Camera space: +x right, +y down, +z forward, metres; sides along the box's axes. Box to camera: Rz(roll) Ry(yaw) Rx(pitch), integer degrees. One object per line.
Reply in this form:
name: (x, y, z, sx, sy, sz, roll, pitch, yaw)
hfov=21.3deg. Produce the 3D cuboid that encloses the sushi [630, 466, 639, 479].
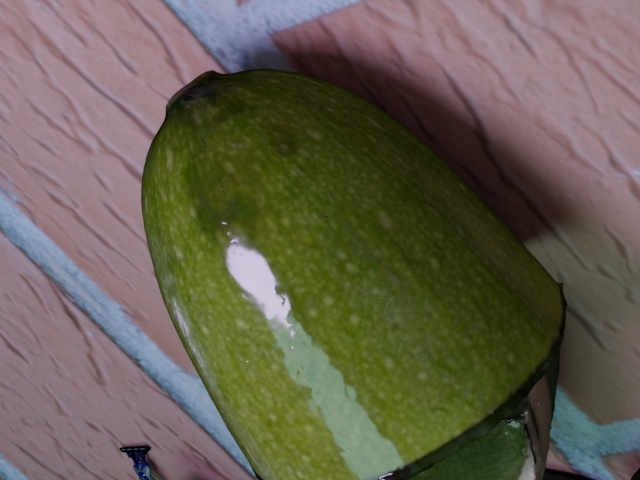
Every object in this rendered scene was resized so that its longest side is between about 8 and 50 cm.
sushi: (0.440, 0.278, 1.541, 0.294, 0.178, 0.352, 29, 140, -9)

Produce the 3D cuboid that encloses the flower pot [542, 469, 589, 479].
flower pot: (0.222, 0.445, 1.812, 0.379, 0.251, 0.379, 15, 144, 12)

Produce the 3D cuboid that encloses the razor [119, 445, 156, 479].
razor: (-0.189, 0.302, 2.047, 0.044, 0.028, 0.154, -7, 132, 35)

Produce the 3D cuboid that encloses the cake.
cake: (0.089, 0.161, 1.593, 0.283, 0.158, 0.172, -5, 138, 24)

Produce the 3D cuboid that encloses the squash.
squash: (0.001, -0.002, 1.381, 0.310, 0.310, 0.309, -10, 122, 38)
